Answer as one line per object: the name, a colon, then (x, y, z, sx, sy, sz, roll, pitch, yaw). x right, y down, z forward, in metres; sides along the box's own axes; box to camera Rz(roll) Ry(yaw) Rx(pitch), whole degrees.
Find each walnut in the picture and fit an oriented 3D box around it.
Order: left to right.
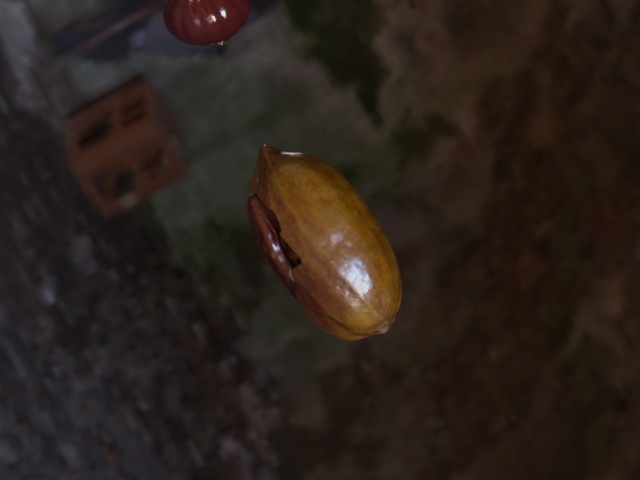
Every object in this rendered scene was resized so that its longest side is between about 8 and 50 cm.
walnut: (0.000, 0.000, 1.778, 0.207, 0.116, 0.116, 58, 6, 1)

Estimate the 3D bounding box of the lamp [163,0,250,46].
lamp: (-0.127, -0.262, 2.166, 0.101, 0.101, 0.090, -111, 179, -51)
